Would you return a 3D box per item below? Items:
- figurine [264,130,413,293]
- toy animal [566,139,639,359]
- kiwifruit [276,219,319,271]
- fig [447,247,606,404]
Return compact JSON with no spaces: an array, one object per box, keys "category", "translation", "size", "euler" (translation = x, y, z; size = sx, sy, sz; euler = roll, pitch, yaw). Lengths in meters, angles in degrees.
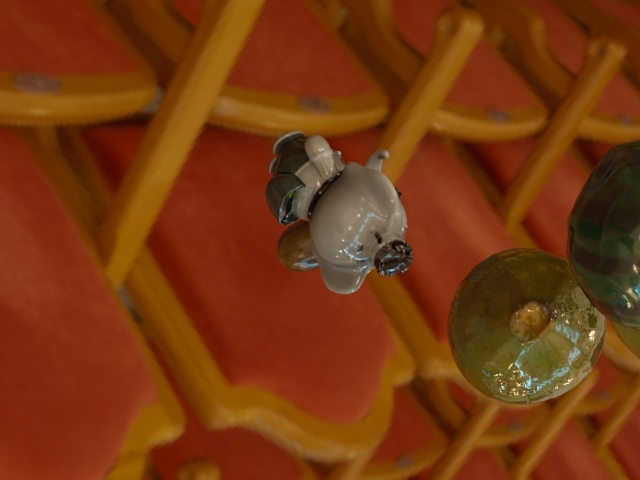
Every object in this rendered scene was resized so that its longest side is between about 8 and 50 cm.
[{"category":"figurine","translation":[0.025,-0.033,1.399],"size":[0.126,0.192,0.147],"euler":[-16,141,-37]},{"category":"toy animal","translation":[0.363,0.036,1.398],"size":[0.338,0.191,0.216],"euler":[43,75,-36]},{"category":"kiwifruit","translation":[0.000,0.000,1.827],"size":[0.124,0.075,0.075],"euler":[-22,159,16]},{"category":"fig","translation":[0.305,0.120,2.050],"size":[0.239,0.239,0.271],"euler":[-43,174,-8]}]
